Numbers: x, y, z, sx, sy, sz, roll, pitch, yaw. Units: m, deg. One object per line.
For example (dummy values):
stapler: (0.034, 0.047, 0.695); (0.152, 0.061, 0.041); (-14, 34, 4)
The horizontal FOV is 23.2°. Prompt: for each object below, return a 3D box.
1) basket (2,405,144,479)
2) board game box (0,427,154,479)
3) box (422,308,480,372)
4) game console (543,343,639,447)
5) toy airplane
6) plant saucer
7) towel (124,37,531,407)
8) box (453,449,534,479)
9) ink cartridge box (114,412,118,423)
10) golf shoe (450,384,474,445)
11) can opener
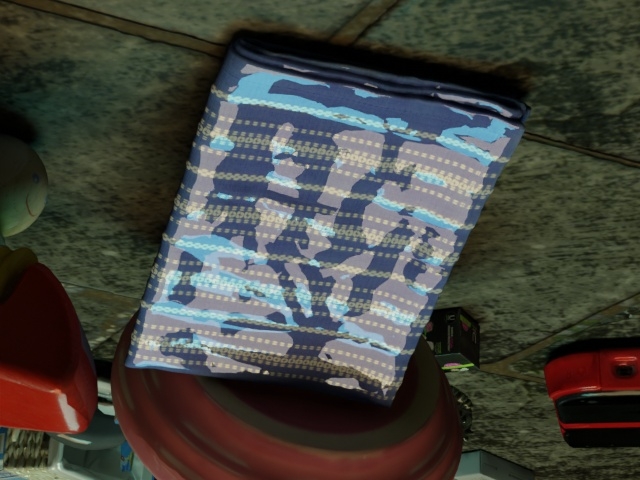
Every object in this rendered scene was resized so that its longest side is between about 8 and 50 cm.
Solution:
basket: (-0.309, 0.255, 1.963); (0.103, 0.113, 0.167); (-7, 156, 30)
board game box: (-0.439, 0.312, 2.140); (0.308, 0.086, 0.302); (-11, 154, 29)
box: (0.121, 0.109, 1.648); (0.083, 0.052, 0.062); (-8, 156, 26)
game console: (0.463, 0.184, 1.811); (0.386, 0.060, 0.342); (-2, 162, 12)
toy airplane: (-0.342, 0.008, 1.244); (0.384, 0.272, 0.386); (48, 154, -8)
plant saucer: (-0.021, 0.127, 1.414); (0.332, 0.332, 0.084); (9, 128, -16)
towel: (0.000, 0.000, 1.229); (0.243, 0.040, 0.336); (10, 128, -16)
box: (0.190, 0.344, 2.227); (0.186, 0.038, 0.145); (-14, 152, 35)
ink cartridge box: (-0.109, 0.173, 1.788); (0.231, 0.078, 0.134); (9, 157, -16)
golf shoe: (0.028, 0.175, 1.672); (0.272, 0.105, 0.120); (3, -168, -10)
can opener: (-0.340, 0.174, 1.787); (0.283, 0.095, 0.076); (17, 152, -33)
